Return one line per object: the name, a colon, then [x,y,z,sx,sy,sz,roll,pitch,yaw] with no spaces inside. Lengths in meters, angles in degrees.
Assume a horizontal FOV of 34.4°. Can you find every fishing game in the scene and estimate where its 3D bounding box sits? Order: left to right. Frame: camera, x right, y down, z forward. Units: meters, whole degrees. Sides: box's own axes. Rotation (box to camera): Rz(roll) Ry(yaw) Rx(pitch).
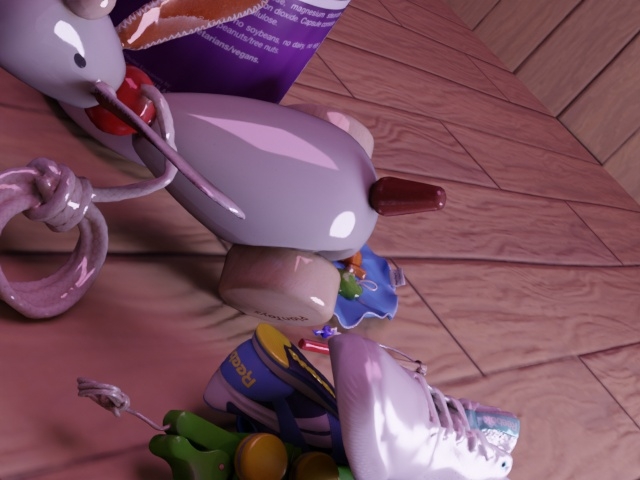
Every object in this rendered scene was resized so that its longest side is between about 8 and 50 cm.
fishing game: [0.000,0.000,0.872,0.189,0.041,0.264,18,32,-40]

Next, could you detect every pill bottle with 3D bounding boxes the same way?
pill bottle: [-0.062,-0.214,0.769,0.182,0.323,0.181,29,28,-17]

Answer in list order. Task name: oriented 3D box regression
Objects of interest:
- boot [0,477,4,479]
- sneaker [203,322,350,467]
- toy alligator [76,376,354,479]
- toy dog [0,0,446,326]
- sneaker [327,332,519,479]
boot: [-0.146,0.108,0.418,0.158,0.059,0.084,19,27,-42]
sneaker: [-0.017,0.109,0.638,0.144,0.059,0.053,50,2,-37]
toy alligator: [-0.053,0.125,0.550,0.190,0.056,0.051,26,68,-34]
toy dog: [-0.045,-0.062,0.642,0.334,0.161,0.220,9,76,-53]
sneaker: [0.066,0.109,0.590,0.212,0.094,0.080,63,16,-52]
